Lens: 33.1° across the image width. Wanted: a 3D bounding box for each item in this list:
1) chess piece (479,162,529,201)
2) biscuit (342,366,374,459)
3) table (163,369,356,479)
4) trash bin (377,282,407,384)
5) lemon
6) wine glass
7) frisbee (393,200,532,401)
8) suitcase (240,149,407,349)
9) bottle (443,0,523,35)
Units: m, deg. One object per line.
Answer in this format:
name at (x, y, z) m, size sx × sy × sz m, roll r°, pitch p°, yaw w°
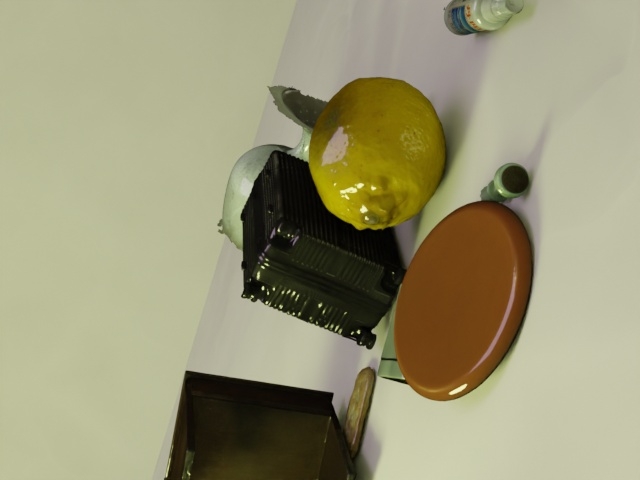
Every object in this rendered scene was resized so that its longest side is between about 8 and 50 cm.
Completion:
chess piece at (0.218, -0.063, 1.300) m, size 0.093 × 0.042 × 0.042 m, roll 135°, pitch 149°, yaw -75°
biscuit at (0.055, 0.263, 1.638) m, size 0.071 × 0.018 × 0.147 m, roll 156°, pitch 130°, yaw -72°
table at (-0.099, 0.351, 1.623) m, size 0.282 × 0.250 × 0.196 m, roll -118°, pitch 40°, yaw -75°
trash bin at (0.127, 0.123, 1.412) m, size 0.116 × 0.059 × 0.130 m, roll 165°, pitch 121°, yaw -73°
lemon at (0.083, -0.128, 1.579) m, size 0.204 × 0.204 × 0.260 m, roll 122°, pitch 160°, yaw -51°
wine glass at (-0.062, -0.122, 2.129) m, size 0.238 × 0.238 × 0.323 m, roll -96°, pitch 30°, yaw -59°
frisbee at (0.162, 0.069, 1.284) m, size 0.251 × 0.021 × 0.251 m, roll -39°, pitch 41°, yaw 45°
suitcase at (0.000, 0.000, 1.719) m, size 0.152 × 0.229 × 0.335 m, roll -60°, pitch 16°, yaw 22°
bottle at (0.230, -0.322, 1.502) m, size 0.217 × 0.060 × 0.060 m, roll -153°, pitch 79°, yaw -77°
